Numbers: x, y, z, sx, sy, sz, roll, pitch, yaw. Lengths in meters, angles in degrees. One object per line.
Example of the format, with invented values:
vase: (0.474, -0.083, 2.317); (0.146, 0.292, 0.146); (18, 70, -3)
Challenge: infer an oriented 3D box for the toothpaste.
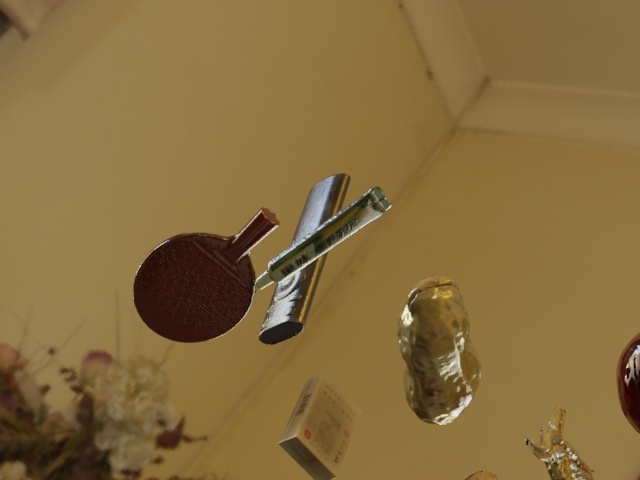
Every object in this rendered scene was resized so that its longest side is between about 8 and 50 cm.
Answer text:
toothpaste: (0.000, 0.000, 1.356); (0.049, 0.204, 0.031); (50, 7, -47)

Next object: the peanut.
peanut: (0.184, 0.175, 1.650); (0.130, 0.130, 0.290); (20, -39, 31)

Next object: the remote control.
remote control: (-0.025, 0.026, 1.940); (0.044, 0.377, 0.107); (39, -45, -22)

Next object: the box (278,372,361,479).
box: (0.002, 0.403, 2.282); (0.058, 0.201, 0.141); (-30, -68, 35)

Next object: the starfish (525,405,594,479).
starfish: (0.572, 0.545, 2.450); (0.324, 0.082, 0.432); (67, 14, 0)

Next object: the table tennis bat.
table tennis bat: (-0.253, 0.076, 2.423); (0.268, 0.051, 0.414); (41, -70, -17)

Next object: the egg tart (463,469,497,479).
egg tart: (0.273, 0.555, 2.135); (0.094, 0.234, 0.234); (53, -25, 9)

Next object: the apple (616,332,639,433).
apple: (0.612, 0.245, 1.800); (0.218, 0.218, 0.201); (21, -28, 30)
